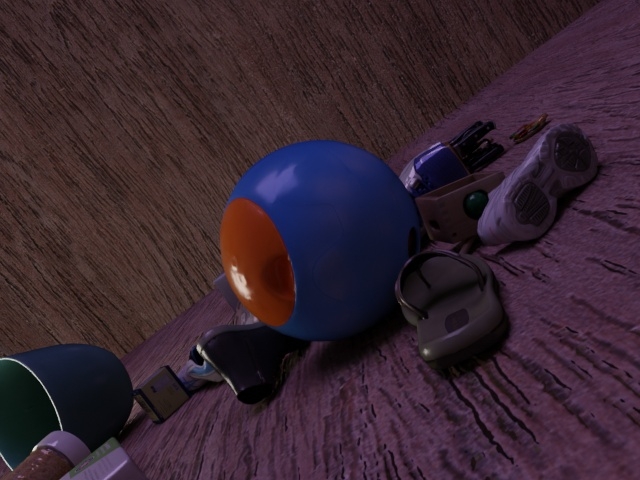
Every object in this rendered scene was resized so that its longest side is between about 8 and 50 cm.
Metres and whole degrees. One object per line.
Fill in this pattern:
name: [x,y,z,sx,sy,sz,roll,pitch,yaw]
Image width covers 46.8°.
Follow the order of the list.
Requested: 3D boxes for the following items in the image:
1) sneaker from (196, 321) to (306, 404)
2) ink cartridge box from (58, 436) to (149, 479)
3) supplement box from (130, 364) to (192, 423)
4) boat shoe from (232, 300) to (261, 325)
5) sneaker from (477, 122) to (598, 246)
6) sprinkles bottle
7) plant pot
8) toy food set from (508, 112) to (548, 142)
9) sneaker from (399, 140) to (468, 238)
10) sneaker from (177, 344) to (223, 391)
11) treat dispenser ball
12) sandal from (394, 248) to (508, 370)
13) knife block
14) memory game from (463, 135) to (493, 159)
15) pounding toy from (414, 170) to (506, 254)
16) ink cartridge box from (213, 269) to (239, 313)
sneaker: [-0.083,0.193,1.165,0.222,0.118,0.083,-2,-45,-49]
ink cartridge box: [-0.332,0.391,0.820,0.353,0.119,0.207,-38,7,-21]
supplement box: [-0.327,0.315,1.515,0.083,0.083,0.056,-40,6,-31]
boat shoe: [-0.137,0.161,1.511,0.098,0.109,0.302,-36,12,3]
sneaker: [0.281,-0.075,0.995,0.232,0.090,0.115,-40,3,-30]
sprinkles bottle: [-0.562,0.497,1.326,0.121,0.121,0.355,-33,8,34]
plant pot: [-0.568,0.363,1.661,0.293,0.293,0.235,-32,-7,37]
toy food set: [0.444,-0.237,1.575,0.082,0.020,0.083,-40,7,-22]
sneaker: [0.140,-0.022,1.307,0.315,0.127,0.182,-43,9,9]
sneaker: [-0.242,0.252,1.507,0.085,0.086,0.237,-43,7,-36]
treat dispenser ball: [0.000,0.000,1.062,0.288,0.288,0.288,-37,6,5]
sandal: [0.138,0.053,0.836,0.120,0.086,0.303,-36,6,6]
knife block: [0.270,-0.153,1.617,0.275,0.088,0.242,-41,6,-34]
memory game: [0.359,-0.207,1.873,0.186,0.012,0.186,-37,6,5]
pounding toy: [0.216,-0.033,1.093,0.130,0.100,0.141,-23,7,-7]
ink cartridge box: [-0.080,0.035,1.766,0.306,0.131,0.226,-34,7,15]
